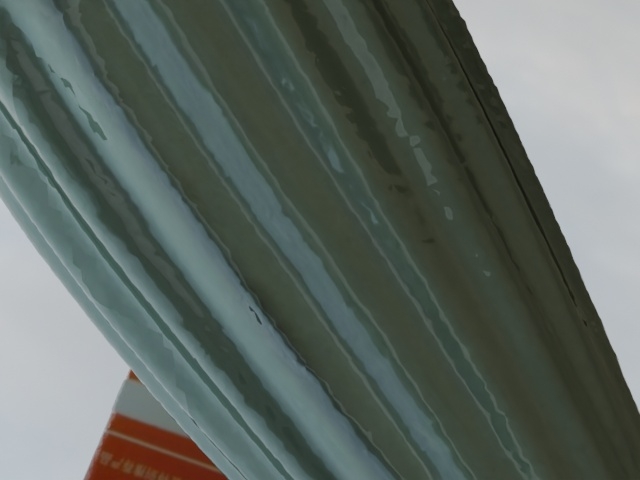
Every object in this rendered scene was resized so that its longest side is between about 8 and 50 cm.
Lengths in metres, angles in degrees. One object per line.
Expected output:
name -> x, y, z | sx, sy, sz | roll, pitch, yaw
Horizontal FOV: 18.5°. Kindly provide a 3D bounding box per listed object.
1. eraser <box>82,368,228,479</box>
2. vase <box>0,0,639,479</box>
eraser -> -0.029, 0.161, 0.590 | 0.157, 0.230, 0.038 | 15, 166, 27
vase -> 0.000, 0.000, 0.497 | 0.128, 0.128, 0.248 | 1, -129, -55
